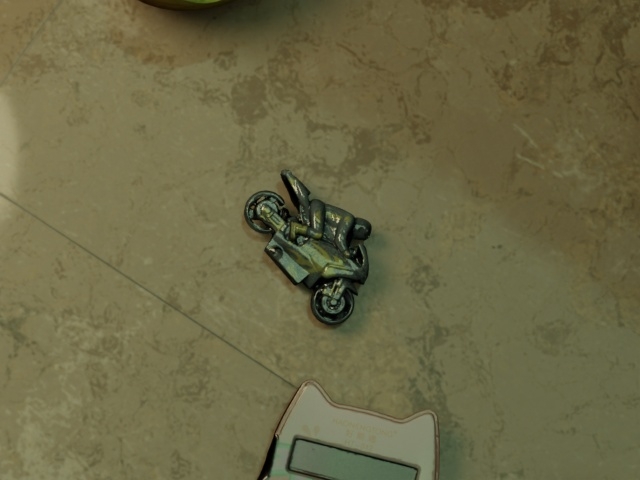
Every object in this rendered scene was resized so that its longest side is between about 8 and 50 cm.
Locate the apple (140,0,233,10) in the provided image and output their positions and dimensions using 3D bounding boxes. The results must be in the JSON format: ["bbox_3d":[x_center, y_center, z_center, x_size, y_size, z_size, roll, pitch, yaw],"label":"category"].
[{"bbox_3d":[-0.147,-0.395,1.928,0.226,0.246,0.246,4,80,-10],"label":"apple"}]

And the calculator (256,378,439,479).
[{"bbox_3d":[0.019,0.343,1.920,0.220,0.048,0.330,15,81,-4],"label":"calculator"}]

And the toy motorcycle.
[{"bbox_3d":[0.000,0.000,1.966,0.124,0.061,0.193,-36,88,-10],"label":"toy motorcycle"}]
